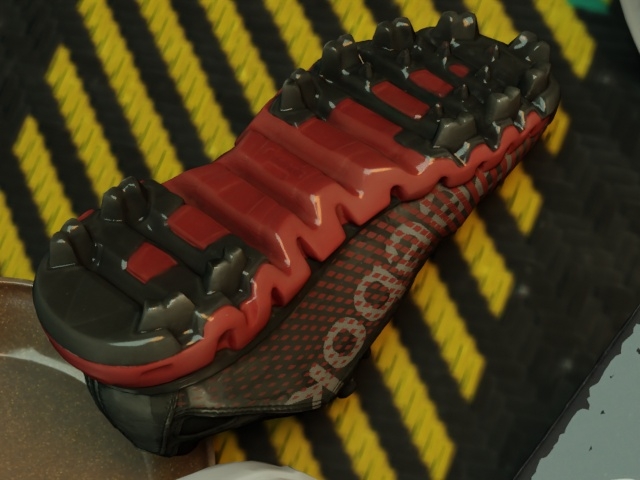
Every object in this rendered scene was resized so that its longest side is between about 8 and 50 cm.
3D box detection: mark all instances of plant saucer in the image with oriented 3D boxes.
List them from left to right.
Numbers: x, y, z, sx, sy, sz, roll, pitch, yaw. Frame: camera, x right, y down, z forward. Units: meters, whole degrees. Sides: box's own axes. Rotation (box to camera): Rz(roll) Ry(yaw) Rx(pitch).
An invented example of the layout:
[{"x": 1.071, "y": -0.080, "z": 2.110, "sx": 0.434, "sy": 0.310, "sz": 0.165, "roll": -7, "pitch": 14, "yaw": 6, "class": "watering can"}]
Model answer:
[{"x": -0.146, "y": 0.104, "z": 0.699, "sx": 0.198, "sy": 0.036, "sz": 0.198, "roll": 7, "pitch": 51, "yaw": -8, "class": "plant saucer"}]

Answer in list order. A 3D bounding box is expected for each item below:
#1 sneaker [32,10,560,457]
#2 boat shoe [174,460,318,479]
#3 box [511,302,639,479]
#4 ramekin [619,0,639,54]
[{"x": 0.000, "y": 0.000, "z": 0.710, "sx": 0.276, "sy": 0.135, "sz": 0.097, "roll": -35, "pitch": 53, "yaw": -27, "class": "sneaker"}, {"x": -0.125, "y": 0.184, "z": 0.564, "sx": 0.335, "sy": 0.119, "sz": 0.121, "roll": -31, "pitch": 104, "yaw": -12, "class": "boat shoe"}, {"x": 0.133, "y": 0.153, "z": 0.619, "sx": 0.153, "sy": 0.108, "sz": 0.207, "roll": 36, "pitch": 81, "yaw": 20, "class": "box"}, {"x": 0.225, "y": -0.095, "z": 0.643, "sx": 0.109, "sy": 0.207, "sz": 0.207, "roll": -34, "pitch": 68, "yaw": -11, "class": "ramekin"}]
